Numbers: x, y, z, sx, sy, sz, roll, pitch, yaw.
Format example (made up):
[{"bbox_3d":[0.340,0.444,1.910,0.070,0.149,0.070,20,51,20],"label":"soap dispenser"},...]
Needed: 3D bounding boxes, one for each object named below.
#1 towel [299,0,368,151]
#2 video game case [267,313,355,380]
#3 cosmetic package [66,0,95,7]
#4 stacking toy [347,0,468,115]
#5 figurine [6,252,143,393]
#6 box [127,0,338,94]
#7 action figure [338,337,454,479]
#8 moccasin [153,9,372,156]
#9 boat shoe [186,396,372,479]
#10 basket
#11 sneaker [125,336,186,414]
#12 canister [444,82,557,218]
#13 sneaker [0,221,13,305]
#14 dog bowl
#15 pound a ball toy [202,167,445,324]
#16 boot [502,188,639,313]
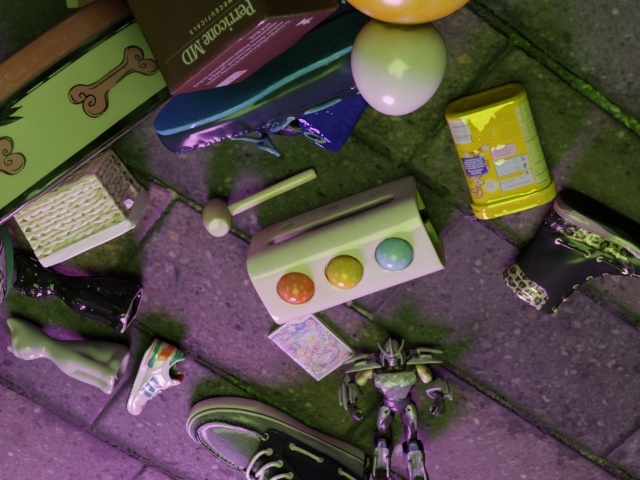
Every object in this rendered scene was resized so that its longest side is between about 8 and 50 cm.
[{"bbox_3d":[0.000,-0.291,1.497,0.228,0.076,0.308,24,120,-19],"label":"towel"},{"bbox_3d":[-0.014,0.171,1.808,0.087,0.011,0.122,-37,112,23],"label":"video game case"},{"bbox_3d":[-0.288,-0.351,1.492,0.115,0.041,0.060,-2,121,5],"label":"cosmetic package"},{"bbox_3d":[0.095,-0.374,1.255,0.351,0.350,0.480,6,117,0],"label":"stacking toy"},{"bbox_3d":[-0.410,0.133,1.778,0.209,0.092,0.215,18,121,3],"label":"figurine"},{"bbox_3d":[-0.158,-0.385,1.285,0.191,0.143,0.381,-30,86,41],"label":"box"},{"bbox_3d":[0.128,0.280,1.818,0.185,0.099,0.285,-1,118,10],"label":"action figure"},{"bbox_3d":[-0.048,-0.179,1.444,0.342,0.137,0.117,-20,129,10],"label":"moccasin"},{"bbox_3d":[-0.071,0.385,1.856,0.341,0.158,0.127,19,120,-8],"label":"boat shoe"},{"bbox_3d":[-0.358,-0.052,1.639,0.167,0.113,0.103,-22,113,16],"label":"basket"},{"bbox_3d":[-0.273,0.238,1.839,0.075,0.057,0.161,21,118,-2],"label":"sneaker"},{"bbox_3d":[0.257,-0.129,1.573,0.126,0.073,0.170,-15,118,13],"label":"canister"},{"bbox_3d":[-0.541,-0.029,1.618,0.134,0.146,0.343,-11,118,-9],"label":"sneaker"},{"bbox_3d":[-0.348,-0.162,1.418,0.408,0.408,0.150,-32,102,21],"label":"dog bowl"},{"bbox_3d":[0.000,0.000,1.632,0.319,0.135,0.208,-19,118,14],"label":"pound a ball toy"},{"bbox_3d":[0.412,0.046,1.664,0.236,0.085,0.178,31,121,-7],"label":"boot"}]
